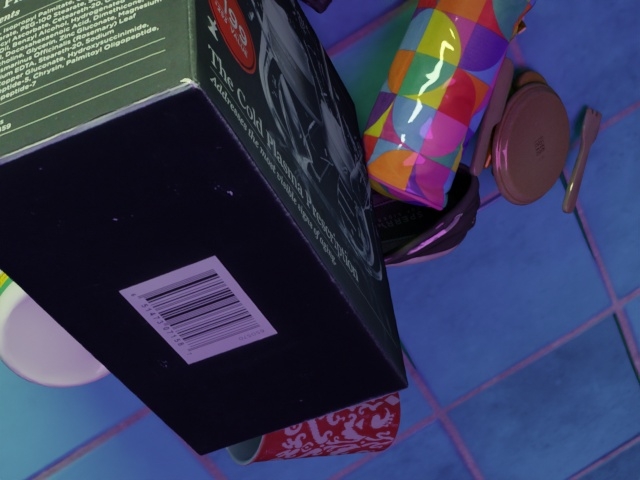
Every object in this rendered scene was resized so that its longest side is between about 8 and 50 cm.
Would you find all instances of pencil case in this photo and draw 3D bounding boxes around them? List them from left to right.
[{"bbox_3d":[0.114,-0.144,0.989,0.104,0.104,0.236,25,92,-33],"label":"pencil case"}]

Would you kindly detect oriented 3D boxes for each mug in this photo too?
[{"bbox_3d":[-0.002,0.167,1.175,0.169,0.113,0.150,6,121,-29],"label":"mug"}]

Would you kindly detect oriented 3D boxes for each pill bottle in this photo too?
[{"bbox_3d":[-0.220,0.015,0.920,0.118,0.208,0.117,-10,124,-15],"label":"pill bottle"}]

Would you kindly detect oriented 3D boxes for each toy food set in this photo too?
[{"bbox_3d":[0.205,-0.101,1.107,0.192,0.038,0.132,18,88,-46],"label":"toy food set"}]

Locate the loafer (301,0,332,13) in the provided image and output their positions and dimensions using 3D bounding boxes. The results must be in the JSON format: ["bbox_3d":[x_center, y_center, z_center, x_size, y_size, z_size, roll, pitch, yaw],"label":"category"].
[{"bbox_3d":[-0.073,-0.242,0.896,0.223,0.076,0.078,11,107,-32],"label":"loafer"}]

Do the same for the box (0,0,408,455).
[{"bbox_3d":[-0.094,-0.075,0.799,0.179,0.312,0.343,-20,139,12],"label":"box"}]

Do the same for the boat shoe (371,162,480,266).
[{"bbox_3d":[0.000,0.000,1.051,0.335,0.112,0.095,-20,158,-17],"label":"boat shoe"}]
